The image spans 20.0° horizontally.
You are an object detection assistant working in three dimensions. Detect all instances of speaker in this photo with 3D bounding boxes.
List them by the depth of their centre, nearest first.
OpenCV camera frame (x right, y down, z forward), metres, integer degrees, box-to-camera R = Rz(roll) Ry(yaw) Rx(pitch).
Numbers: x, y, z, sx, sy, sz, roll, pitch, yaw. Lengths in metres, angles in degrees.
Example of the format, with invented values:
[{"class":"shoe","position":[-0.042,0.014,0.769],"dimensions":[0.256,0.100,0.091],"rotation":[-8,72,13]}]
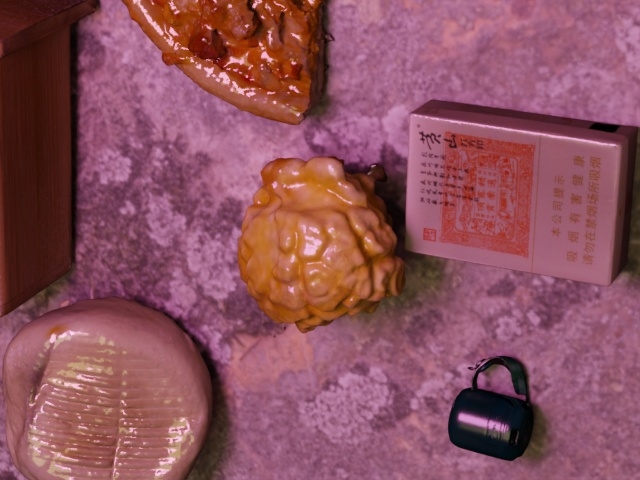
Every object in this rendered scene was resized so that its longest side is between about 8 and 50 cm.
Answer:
[{"class":"speaker","position":[0.166,0.158,1.728],"dimensions":[0.075,0.060,0.094],"rotation":[13,79,21]}]

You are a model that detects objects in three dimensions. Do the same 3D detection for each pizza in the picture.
[{"class":"pizza","position":[-0.094,-0.261,1.676],"dimensions":[0.226,0.086,0.335],"rotation":[-37,89,33]}]

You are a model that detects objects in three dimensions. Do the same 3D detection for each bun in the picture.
[{"class":"bun","position":[-0.224,0.165,1.869],"dimensions":[0.229,0.145,0.229],"rotation":[-1,99,-8]}]

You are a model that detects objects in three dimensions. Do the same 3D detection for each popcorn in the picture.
[{"class":"popcorn","position":[0.000,0.000,1.683],"dimensions":[0.180,0.180,0.170],"rotation":[39,85,8]}]

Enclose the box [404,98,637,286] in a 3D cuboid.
[{"class":"box","position":[0.179,-0.045,1.637],"dimensions":[0.201,0.058,0.141],"rotation":[12,113,23]}]

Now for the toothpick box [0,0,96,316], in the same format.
[{"class":"toothpick box","position":[-0.344,-0.099,1.805],"dimensions":[0.190,0.187,0.308],"rotation":[13,117,20]}]
